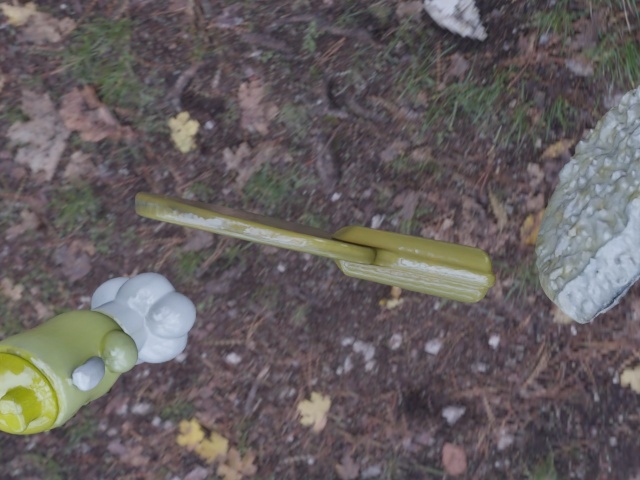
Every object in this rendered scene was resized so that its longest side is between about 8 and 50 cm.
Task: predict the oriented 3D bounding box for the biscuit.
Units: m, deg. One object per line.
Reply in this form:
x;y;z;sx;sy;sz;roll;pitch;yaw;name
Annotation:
0.302;-0.063;1.090;0.084;0.179;0.281;32;102;-20;biscuit

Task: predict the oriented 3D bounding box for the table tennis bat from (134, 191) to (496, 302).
0.000;0.000;0.969;0.321;0.198;0.050;13;91;-16;table tennis bat

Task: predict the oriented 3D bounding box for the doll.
-0.146;0.069;0.704;0.106;0.162;0.062;-4;108;36;doll
